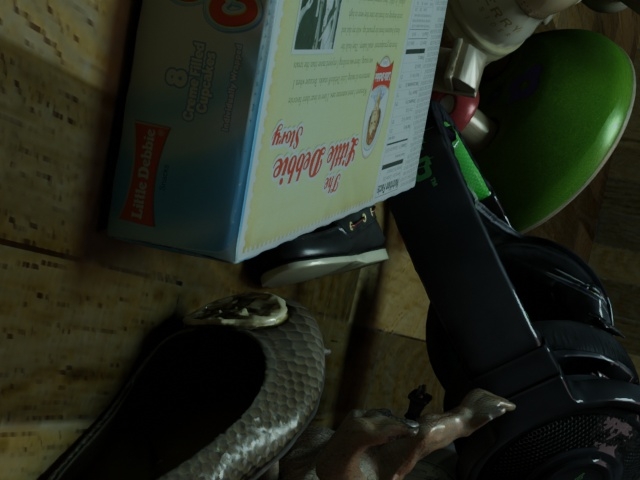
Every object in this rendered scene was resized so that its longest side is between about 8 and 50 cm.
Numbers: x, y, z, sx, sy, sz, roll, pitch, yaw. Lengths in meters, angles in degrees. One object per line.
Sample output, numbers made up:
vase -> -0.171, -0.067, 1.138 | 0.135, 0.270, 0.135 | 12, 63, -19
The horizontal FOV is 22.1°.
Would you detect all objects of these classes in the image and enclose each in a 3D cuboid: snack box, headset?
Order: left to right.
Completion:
snack box -> 0.001, -0.104, 0.751 | 0.322, 0.060, 0.187 | -24, 125, -73
headset -> 0.165, 0.079, 1.061 | 0.394, 0.185, 0.243 | 61, 10, -23

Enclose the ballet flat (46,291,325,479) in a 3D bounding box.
ballet flat -> -0.065, 0.080, 0.647 | 0.250, 0.084, 0.058 | -52, 128, -53

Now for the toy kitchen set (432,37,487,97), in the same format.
toy kitchen set -> 0.059, -0.116, 0.960 | 0.075, 0.068, 0.083 | 72, 32, -64

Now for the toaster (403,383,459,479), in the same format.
toaster -> 0.047, 0.213, 1.088 | 0.146, 0.129, 0.227 | 6, 96, -74

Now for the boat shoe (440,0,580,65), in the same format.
boat shoe -> 0.173, -0.240, 1.132 | 0.121, 0.110, 0.341 | 50, 43, -23

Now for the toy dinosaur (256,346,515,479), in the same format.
toy dinosaur -> -0.007, 0.164, 0.855 | 0.296, 0.127, 0.200 | -1, 110, -70

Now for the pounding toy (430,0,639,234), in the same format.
pounding toy -> 0.143, -0.120, 1.189 | 0.237, 0.110, 0.183 | -45, -152, 15

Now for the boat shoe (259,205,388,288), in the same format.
boat shoe -> -0.002, 0.000, 0.883 | 0.133, 0.049, 0.042 | -13, 88, -68
